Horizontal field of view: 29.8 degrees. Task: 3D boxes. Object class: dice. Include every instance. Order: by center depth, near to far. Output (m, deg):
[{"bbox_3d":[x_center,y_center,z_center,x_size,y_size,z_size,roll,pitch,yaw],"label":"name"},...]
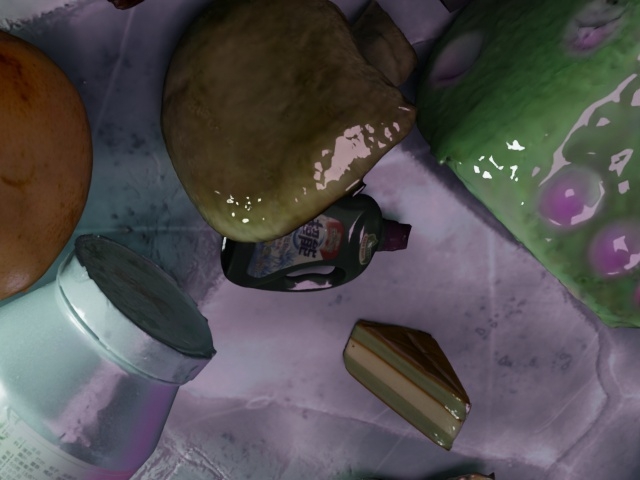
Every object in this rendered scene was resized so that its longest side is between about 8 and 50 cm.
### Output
[{"bbox_3d":[0.316,-0.123,1.280,0.318,0.330,0.322,-44,119,10],"label":"dice"}]

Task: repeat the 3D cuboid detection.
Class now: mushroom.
[{"bbox_3d":[-0.036,-0.144,1.241,0.292,0.217,0.212,-29,118,3],"label":"mushroom"}]

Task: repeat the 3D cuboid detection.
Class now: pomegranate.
[{"bbox_3d":[-0.366,-0.063,1.160,0.319,0.319,0.319,-6,120,-11],"label":"pomegranate"}]

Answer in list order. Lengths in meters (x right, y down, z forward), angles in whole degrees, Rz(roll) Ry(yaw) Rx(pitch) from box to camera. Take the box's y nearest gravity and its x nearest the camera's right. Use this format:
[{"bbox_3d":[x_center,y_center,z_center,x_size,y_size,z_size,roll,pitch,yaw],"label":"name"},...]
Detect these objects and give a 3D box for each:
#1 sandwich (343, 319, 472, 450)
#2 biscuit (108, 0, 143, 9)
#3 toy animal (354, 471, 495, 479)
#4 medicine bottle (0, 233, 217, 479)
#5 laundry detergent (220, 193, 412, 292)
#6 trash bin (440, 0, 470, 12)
[{"bbox_3d":[0.103,0.179,1.492,0.113,0.163,0.079,13,114,-20],"label":"sandwich"},{"bbox_3d":[-0.240,-0.358,1.072,0.107,0.073,0.388,-29,144,9],"label":"biscuit"},{"bbox_3d":[0.121,0.399,1.673,0.255,0.090,0.170,-3,115,-16],"label":"toy animal"},{"bbox_3d":[-0.280,0.160,1.337,0.245,0.245,0.290,34,105,-28],"label":"medicine bottle"},{"bbox_3d":[0.000,0.000,1.417,0.222,0.078,0.144,6,119,-20],"label":"laundry detergent"},{"bbox_3d":[0.186,-0.348,1.217,0.225,0.165,0.115,-35,122,9],"label":"trash bin"}]
